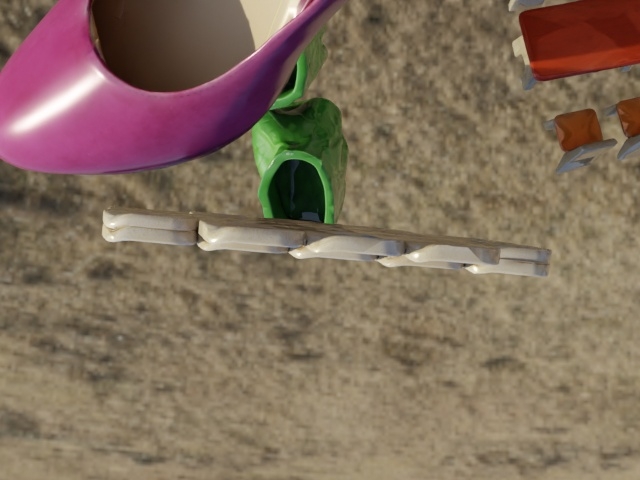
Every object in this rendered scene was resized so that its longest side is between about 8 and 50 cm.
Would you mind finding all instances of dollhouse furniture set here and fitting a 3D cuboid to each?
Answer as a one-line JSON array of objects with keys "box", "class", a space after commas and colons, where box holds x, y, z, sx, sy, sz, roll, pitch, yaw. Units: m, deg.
[{"box": [0.347, -0.234, 1.184, 0.259, 0.262, 0.135, -12, 171, -9], "class": "dollhouse furniture set"}]

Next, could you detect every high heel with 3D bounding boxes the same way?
[{"box": [-0.039, -0.146, 0.476, 0.377, 0.127, 0.181, -30, 164, 16], "class": "high heel"}]

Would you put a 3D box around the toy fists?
[{"box": [-0.032, -0.134, 1.057, 0.096, 0.142, 0.279, -5, 117, 16], "class": "toy fists"}]

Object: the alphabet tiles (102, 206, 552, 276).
[{"box": [0.000, 0.000, 0.719, 0.284, 0.021, 0.278, 5, -178, -10], "class": "alphabet tiles"}]
